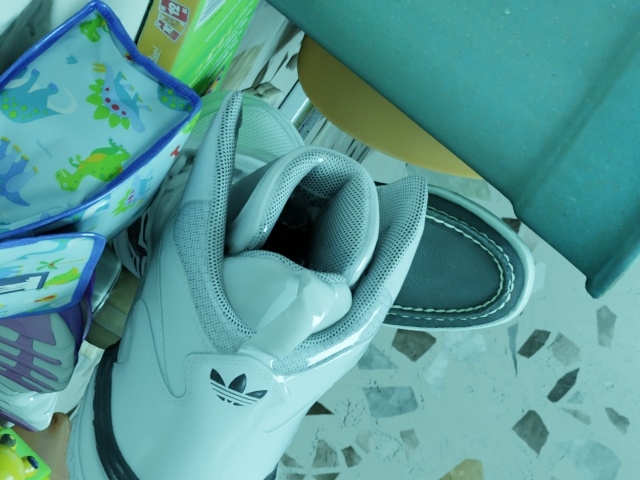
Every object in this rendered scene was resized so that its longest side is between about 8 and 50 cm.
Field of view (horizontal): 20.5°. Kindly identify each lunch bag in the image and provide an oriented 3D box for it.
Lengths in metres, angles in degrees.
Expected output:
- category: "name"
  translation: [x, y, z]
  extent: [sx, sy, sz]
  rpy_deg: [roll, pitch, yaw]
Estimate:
- category: "lunch bag"
  translation: [-0.140, -0.022, 0.849]
  extent: [0.151, 0.096, 0.129]
  rpy_deg: [-43, 176, -25]

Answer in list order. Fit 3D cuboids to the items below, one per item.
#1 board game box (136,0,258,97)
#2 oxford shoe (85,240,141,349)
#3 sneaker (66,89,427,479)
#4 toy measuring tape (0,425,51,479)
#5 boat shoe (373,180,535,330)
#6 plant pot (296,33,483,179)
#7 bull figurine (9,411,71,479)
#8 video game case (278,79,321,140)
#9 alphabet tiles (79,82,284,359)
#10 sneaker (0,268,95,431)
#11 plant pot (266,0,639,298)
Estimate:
- category: "board game box"
  translation: [-0.083, -0.120, 1.124]
  extent: [0.124, 0.039, 0.259]
  rpy_deg: [-52, 172, -40]
- category: "oxford shoe"
  translation: [-0.138, 0.039, 1.242]
  extent: [0.083, 0.096, 0.227]
  rpy_deg: [-55, -168, 9]
- category: "sneaker"
  translation: [-0.029, -0.009, 0.991]
  extent: [0.210, 0.137, 0.366]
  rpy_deg: [-55, -164, 37]
- category: "toy measuring tape"
  translation: [-0.261, 0.207, 1.225]
  extent: [0.121, 0.121, 0.330]
  rpy_deg: [-53, -176, -40]
- category: "boat shoe"
  translation: [0.000, 0.000, 1.263]
  extent: [0.091, 0.302, 0.114]
  rpy_deg: [-14, 115, -70]
- category: "plant pot"
  translation: [0.137, -0.213, 1.526]
  extent: [0.291, 0.291, 0.203]
  rpy_deg: [-51, 158, -52]
- category: "bull figurine"
  translation: [-0.261, 0.278, 1.383]
  extent: [0.188, 0.101, 0.310]
  rpy_deg: [-41, -157, 40]
- category: "video game case"
  translation: [-0.006, -0.160, 1.897]
  extent: [0.212, 0.023, 0.193]
  rpy_deg: [-55, 177, 1]
- category: "alphabet tiles"
  translation: [-0.126, -0.018, 1.610]
  extent: [0.284, 0.021, 0.278]
  rpy_deg: [-57, 177, 13]
- category: "sneaker"
  translation: [-0.171, 0.035, 1.019]
  extent: [0.104, 0.095, 0.236]
  rpy_deg: [-61, -177, -18]
- category: "plant pot"
  translation: [0.154, -0.190, 1.249]
  extent: [0.341, 0.334, 0.341]
  rpy_deg: [-56, 177, -4]
